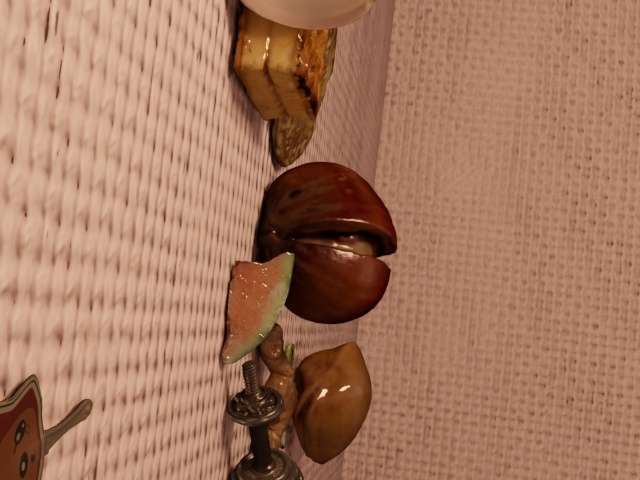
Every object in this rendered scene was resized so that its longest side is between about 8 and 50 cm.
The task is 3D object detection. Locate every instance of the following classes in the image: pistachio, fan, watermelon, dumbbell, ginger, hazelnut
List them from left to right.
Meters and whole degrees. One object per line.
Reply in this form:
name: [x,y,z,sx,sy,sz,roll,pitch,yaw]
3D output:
fan: [-0.208,0.156,0.714,0.220,0.009,0.132,-50,148,-74]
watermelon: [-0.099,0.093,1.347,0.101,0.080,0.155,-18,-117,59]
dumbbell: [-0.084,0.276,1.403,0.110,0.110,0.255,-71,159,-59]
ginger: [-0.075,0.250,1.582,0.149,0.065,0.259,-72,168,-48]
hazelnut: [0.000,0.000,1.499,0.217,0.217,0.252,79,9,-65]
pistachio: [0.023,0.324,1.998,0.212,0.162,0.261,-43,152,-33]

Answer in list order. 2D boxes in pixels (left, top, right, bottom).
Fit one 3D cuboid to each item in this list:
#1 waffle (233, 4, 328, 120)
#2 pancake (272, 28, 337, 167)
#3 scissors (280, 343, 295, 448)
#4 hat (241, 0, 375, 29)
waffle: [-0.038,-0.326,1.296,0.213,0.091,0.308,57,38,-77]
pancake: [-0.021,-0.226,1.535,0.212,0.029,0.235,48,63,-77]
scissors: [-0.064,0.293,1.833,0.133,0.019,0.187,-64,157,-59]
hat: [0.000,-0.367,1.160,0.164,0.219,0.226,-84,-175,-61]
